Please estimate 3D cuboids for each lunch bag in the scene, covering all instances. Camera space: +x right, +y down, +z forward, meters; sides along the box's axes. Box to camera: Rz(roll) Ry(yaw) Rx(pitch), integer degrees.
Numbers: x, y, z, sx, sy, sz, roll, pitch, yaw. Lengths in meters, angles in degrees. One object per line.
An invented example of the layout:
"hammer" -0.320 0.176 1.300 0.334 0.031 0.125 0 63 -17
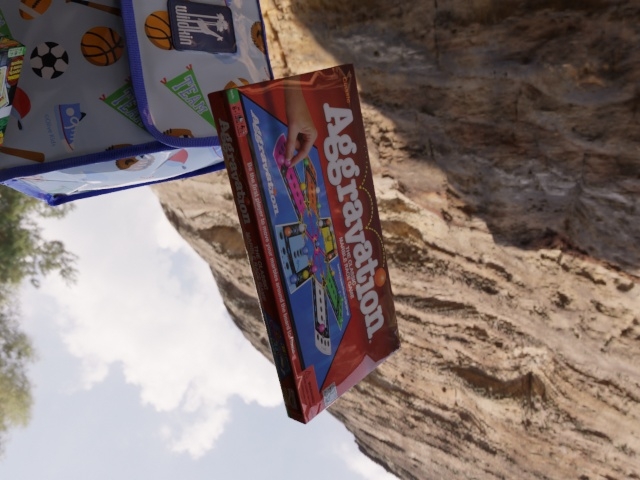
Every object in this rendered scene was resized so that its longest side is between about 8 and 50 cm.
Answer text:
"lunch bag" -0.263 -0.249 0.805 0.385 0.239 0.328 -10 -93 0

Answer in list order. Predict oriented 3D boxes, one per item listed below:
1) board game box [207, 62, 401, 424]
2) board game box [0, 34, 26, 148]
"board game box" 0.000 0.000 0.499 0.027 0.281 0.145 4 -157 43
"board game box" -0.378 -0.110 0.530 0.030 0.136 0.260 31 -153 -5
